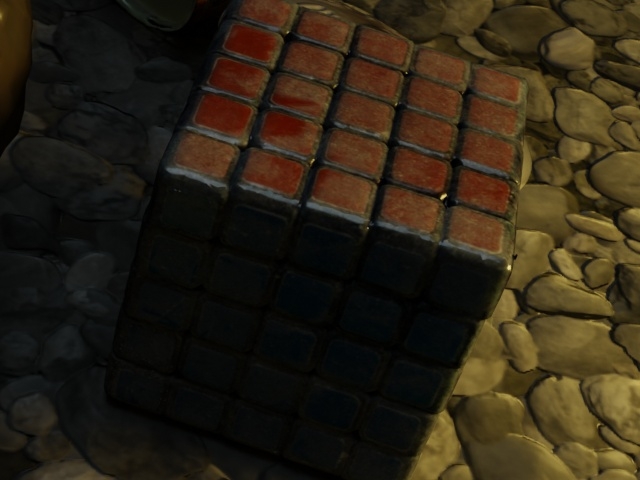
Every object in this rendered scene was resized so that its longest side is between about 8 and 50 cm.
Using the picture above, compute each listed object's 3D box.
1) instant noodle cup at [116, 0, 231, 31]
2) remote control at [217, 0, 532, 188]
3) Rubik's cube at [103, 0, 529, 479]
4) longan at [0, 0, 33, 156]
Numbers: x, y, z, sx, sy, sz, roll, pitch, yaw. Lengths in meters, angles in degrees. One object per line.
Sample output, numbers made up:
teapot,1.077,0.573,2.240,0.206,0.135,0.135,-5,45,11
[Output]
instant noodle cup,-0.108,-0.314,1.339,0.230,0.230,0.182,40,53,23
remote control,0.045,-0.129,1.234,0.221,0.103,0.332,1,31,-44
Rubik's cube,0.000,0.000,1.007,0.237,0.237,0.238,19,40,-1
longan,-0.382,-0.157,0.928,0.391,0.391,0.391,10,41,-9
